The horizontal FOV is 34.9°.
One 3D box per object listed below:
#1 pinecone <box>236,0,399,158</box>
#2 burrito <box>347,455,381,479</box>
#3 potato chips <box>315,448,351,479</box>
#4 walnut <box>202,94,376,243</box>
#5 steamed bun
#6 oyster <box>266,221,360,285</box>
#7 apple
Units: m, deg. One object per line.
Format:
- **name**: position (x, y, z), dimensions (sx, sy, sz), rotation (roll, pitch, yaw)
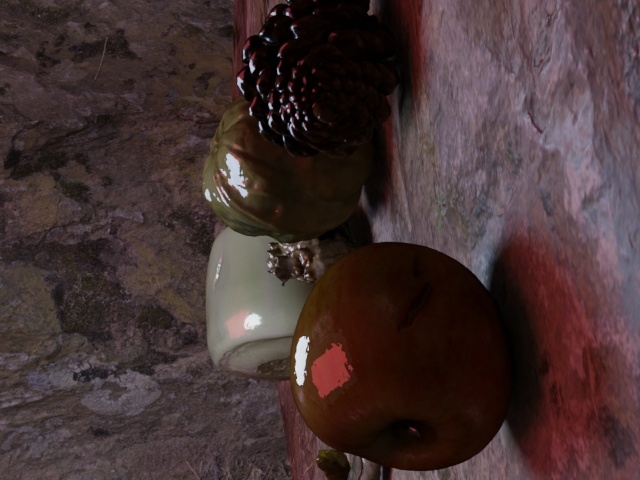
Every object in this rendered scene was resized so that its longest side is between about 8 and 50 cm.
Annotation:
- **pinecone**: position (-0.002, -0.261, 1.530), dimensions (0.244, 0.244, 0.309), rotation (93, -176, -46)
- **burrito**: position (0.084, 0.462, 1.956), dimensions (0.087, 0.060, 0.226), rotation (-107, 21, -56)
- **potato chips**: position (0.041, 0.526, 2.210), dimensions (0.407, 0.057, 0.080), rotation (79, -165, -55)
- **walnut**: position (-0.057, -0.130, 1.739), dimensions (0.253, 0.277, 0.282), rotation (-110, 31, -55)
- **steamed bun**: position (-0.143, 0.145, 2.497), dimensions (0.456, 0.290, 0.371), rotation (104, 159, -65)
- **oyster**: position (0.008, 0.001, 1.951), dimensions (0.337, 0.198, 0.133), rotation (-81, 13, -71)
- **apple**: position (0.093, 0.129, 1.175), dimensions (0.264, 0.264, 0.264), rotation (174, 90, -81)
